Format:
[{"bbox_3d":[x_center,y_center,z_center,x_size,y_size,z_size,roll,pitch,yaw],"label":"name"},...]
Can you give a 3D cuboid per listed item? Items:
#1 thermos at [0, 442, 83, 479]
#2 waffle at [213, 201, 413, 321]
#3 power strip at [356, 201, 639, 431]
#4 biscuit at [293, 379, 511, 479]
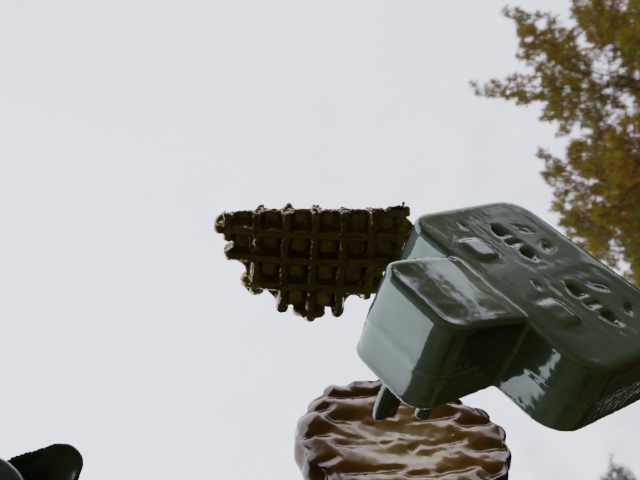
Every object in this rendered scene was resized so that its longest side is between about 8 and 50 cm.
[{"bbox_3d":[-0.219,0.230,0.420,0.182,0.145,0.286,-30,-30,-39],"label":"thermos"},{"bbox_3d":[0.000,0.000,0.769,0.192,0.046,0.160,-33,-79,7],"label":"waffle"},{"bbox_3d":[0.154,0.082,0.669,0.261,0.229,0.141,-10,-51,-37],"label":"power strip"},{"bbox_3d":[0.119,0.321,1.105,0.326,0.326,0.107,-7,-69,-27],"label":"biscuit"}]
